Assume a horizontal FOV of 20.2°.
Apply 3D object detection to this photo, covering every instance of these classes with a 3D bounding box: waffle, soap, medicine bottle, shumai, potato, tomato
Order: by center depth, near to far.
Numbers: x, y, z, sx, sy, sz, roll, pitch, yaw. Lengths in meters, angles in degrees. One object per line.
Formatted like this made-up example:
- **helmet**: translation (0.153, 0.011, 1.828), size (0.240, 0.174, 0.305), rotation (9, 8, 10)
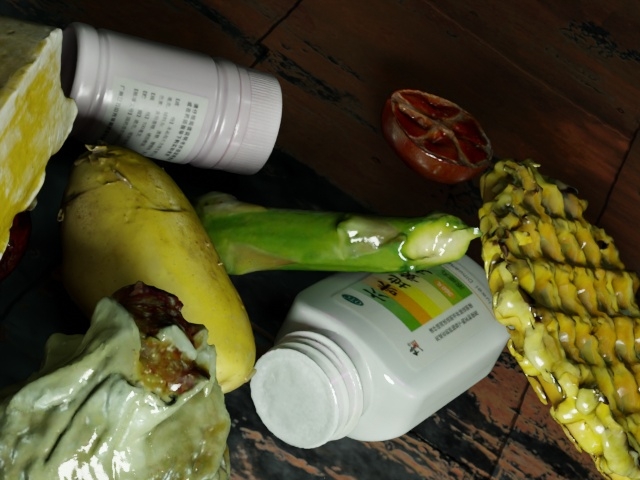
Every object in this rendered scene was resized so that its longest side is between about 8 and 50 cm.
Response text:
- **shumai**: translation (-0.173, 0.165, 1.610), size (0.256, 0.218, 0.189), rotation (4, 36, -34)
- **soap**: translation (-0.431, -0.093, 1.660), size (0.335, 0.156, 0.293), rotation (13, 45, 14)
- **potato**: translation (-0.175, 0.030, 1.821), size (0.173, 0.140, 0.300), rotation (-1, 53, -47)
- **medicine bottle**: translation (0.063, 0.112, 1.917), size (0.179, 0.124, 0.324), rotation (41, 38, 18)
- **waffle**: translation (0.286, 0.090, 2.016), size (0.379, 0.095, 0.382), rotation (53, 23, -23)
- **medicine bottle**: translation (-0.180, -0.158, 2.044), size (0.250, 0.133, 0.133), rotation (10, 41, -26)
- **tomato**: translation (0.141, -0.120, 2.287), size (0.155, 0.069, 0.155), rotation (21, 34, -15)

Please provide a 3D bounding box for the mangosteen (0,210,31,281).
- **mangosteen**: translation (-0.357, -0.012, 1.766), size (0.140, 0.140, 0.140), rotation (20, 38, -16)

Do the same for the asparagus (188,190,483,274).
- **asparagus**: translation (0.000, -0.002, 1.921), size (0.343, 0.082, 0.085), rotation (5, 21, 18)
